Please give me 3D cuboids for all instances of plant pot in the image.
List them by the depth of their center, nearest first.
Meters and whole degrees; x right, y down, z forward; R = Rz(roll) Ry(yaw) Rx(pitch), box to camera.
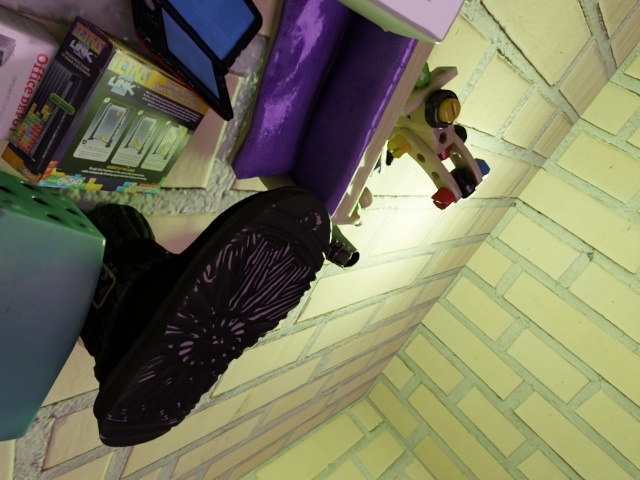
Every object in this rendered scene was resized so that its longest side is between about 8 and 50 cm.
[{"bbox_3d":[-0.344,0.054,0.402,0.234,0.165,0.165,-56,152,1],"label":"plant pot"}]

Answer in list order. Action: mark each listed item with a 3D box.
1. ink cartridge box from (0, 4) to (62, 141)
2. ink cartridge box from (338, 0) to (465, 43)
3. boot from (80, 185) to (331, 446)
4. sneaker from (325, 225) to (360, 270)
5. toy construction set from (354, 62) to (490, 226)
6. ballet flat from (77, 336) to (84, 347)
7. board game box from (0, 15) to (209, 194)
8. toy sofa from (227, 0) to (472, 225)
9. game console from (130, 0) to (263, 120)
[{"bbox_3d":[-0.292,-0.144,0.310,0.135,0.056,0.099,7,122,-56],"label":"ink cartridge box"},{"bbox_3d":[0.001,-0.314,0.267,0.307,0.129,0.223,17,117,-25],"label":"ink cartridge box"},{"bbox_3d":[-0.175,0.025,0.478,0.348,0.260,0.131,-46,141,5],"label":"boot"},{"bbox_3d":[0.000,0.000,0.830,0.222,0.118,0.083,3,126,-55],"label":"sneaker"},{"bbox_3d":[0.122,-0.184,0.717,0.308,0.257,0.237,-25,134,7],"label":"toy construction set"},{"bbox_3d":[-0.301,0.111,0.638,0.173,0.049,0.057,-38,150,-15],"label":"ballet flat"},{"bbox_3d":[-0.202,-0.119,0.414,0.141,0.048,0.170,-55,173,10],"label":"board game box"},{"bbox_3d":[0.019,-0.196,0.542,0.177,0.150,0.363,-5,132,-40],"label":"toy sofa"},{"bbox_3d":[-0.115,-0.223,0.425,0.085,0.124,0.144,-24,156,15],"label":"game console"}]
